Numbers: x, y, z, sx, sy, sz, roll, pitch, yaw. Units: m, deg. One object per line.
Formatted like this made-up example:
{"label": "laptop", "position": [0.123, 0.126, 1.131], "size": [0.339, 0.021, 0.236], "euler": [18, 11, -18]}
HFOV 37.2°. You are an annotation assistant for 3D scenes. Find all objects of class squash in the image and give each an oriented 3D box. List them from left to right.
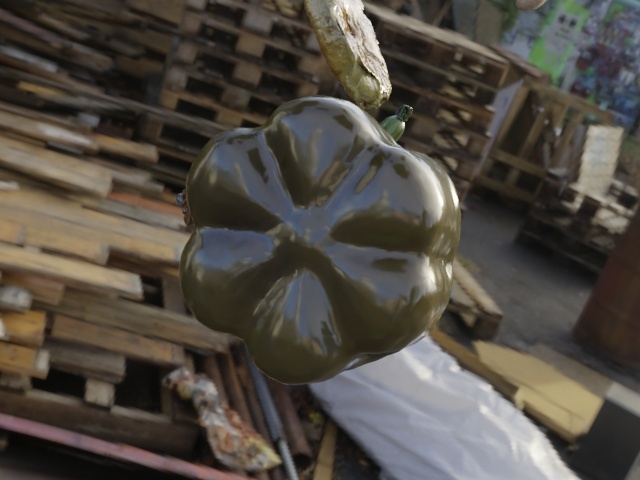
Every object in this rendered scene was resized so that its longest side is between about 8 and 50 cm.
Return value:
{"label": "squash", "position": [0.105, -0.223, 2.373], "size": [0.071, 0.318, 0.080], "euler": [52, -6, 41]}

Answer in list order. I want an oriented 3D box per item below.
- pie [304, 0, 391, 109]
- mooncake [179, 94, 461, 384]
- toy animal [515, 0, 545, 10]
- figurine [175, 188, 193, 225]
{"label": "pie", "position": [0.063, -0.447, 2.109], "size": [0.339, 0.083, 0.339], "euler": [53, 26, -40]}
{"label": "mooncake", "position": [0.000, 0.000, 1.574], "size": [0.467, 0.467, 0.262], "euler": [26, 4, 13]}
{"label": "toy animal", "position": [0.188, -0.460, 1.069], "size": [0.277, 0.345, 0.247], "euler": [13, 4, -5]}
{"label": "figurine", "position": [-0.107, -0.066, 2.111], "size": [0.381, 0.186, 0.261], "euler": [0, -11, -27]}
